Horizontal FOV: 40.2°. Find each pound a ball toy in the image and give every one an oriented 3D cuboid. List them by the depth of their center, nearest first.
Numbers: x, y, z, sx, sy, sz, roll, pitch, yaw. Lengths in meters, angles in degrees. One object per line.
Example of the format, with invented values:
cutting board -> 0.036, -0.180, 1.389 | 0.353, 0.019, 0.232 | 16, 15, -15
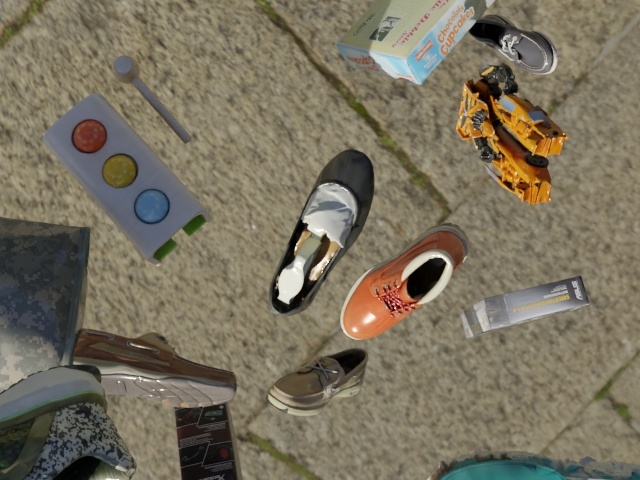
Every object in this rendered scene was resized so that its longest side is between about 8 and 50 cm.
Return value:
pound a ball toy -> -0.305, -0.146, 1.444 | 0.208, 0.136, 0.319 | -41, 81, -5

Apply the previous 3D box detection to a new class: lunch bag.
lunch bag -> -0.464, 0.118, 1.259 | 0.235, 0.287, 0.169 | 8, 145, -13

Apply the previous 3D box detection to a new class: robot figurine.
robot figurine -> 0.348, -0.206, 1.649 | 0.085, 0.291, 0.211 | -11, 129, -20

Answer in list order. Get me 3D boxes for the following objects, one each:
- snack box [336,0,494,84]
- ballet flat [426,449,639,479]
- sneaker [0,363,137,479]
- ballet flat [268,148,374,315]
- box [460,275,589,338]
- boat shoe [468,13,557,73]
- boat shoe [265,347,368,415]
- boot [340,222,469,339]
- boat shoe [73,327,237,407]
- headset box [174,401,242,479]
snack box -> 0.192, -0.401, 1.432 | 0.322, 0.187, 0.060 | -49, 128, -10
ballet flat -> 0.314, 0.351, 1.136 | 0.409, 0.147, 0.146 | 8, 112, -13
sneaker -> -0.385, 0.294, 0.987 | 0.410, 0.182, 0.158 | -29, 145, -36
ballet flat -> 0.000, 0.000, 1.290 | 0.095, 0.096, 0.280 | 27, 109, 7
box -> 0.372, 0.127, 1.625 | 0.183, 0.231, 0.056 | -14, 80, -5
boat shoe -> 0.343, -0.352, 1.578 | 0.065, 0.206, 0.075 | -10, 127, -26
boat shoe -> 0.000, 0.285, 1.822 | 0.302, 0.109, 0.098 | -5, 121, -53
boot -> 0.072, 0.049, 0.838 | 0.059, 0.084, 0.158 | 44, 113, -3
boat shoe -> -0.307, 0.221, 1.579 | 0.325, 0.116, 0.123 | 11, 147, -7
headset box -> -0.225, 0.434, 1.782 | 0.110, 0.293, 0.218 | -11, 133, -6
